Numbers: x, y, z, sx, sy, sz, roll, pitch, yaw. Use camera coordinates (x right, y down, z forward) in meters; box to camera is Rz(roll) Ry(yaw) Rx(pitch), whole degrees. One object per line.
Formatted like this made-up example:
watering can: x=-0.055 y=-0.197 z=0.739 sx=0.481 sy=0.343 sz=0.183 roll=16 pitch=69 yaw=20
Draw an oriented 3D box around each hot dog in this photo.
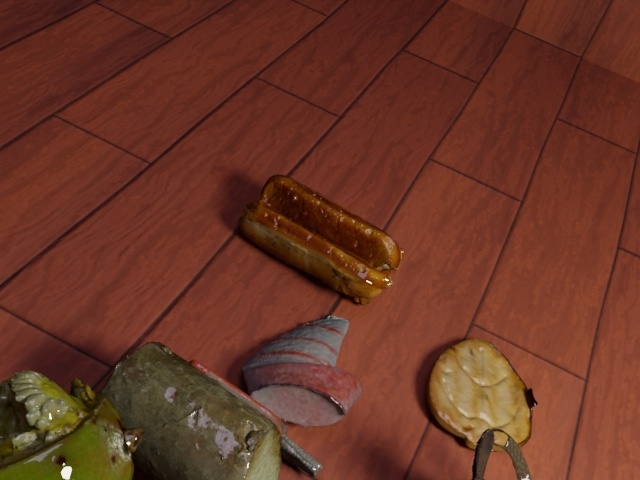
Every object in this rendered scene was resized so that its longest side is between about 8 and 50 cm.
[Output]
hot dog: x=0.000 y=0.000 z=1.624 sx=0.348 sy=0.117 sz=0.158 roll=29 pitch=67 yaw=22

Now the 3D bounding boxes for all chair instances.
chair: x=0.256 y=0.389 z=1.208 sx=0.149 sy=0.213 sz=0.174 roll=21 pitch=40 yaw=11

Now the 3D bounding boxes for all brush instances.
brush: x=-0.132 y=0.269 z=1.301 sx=0.323 sy=0.070 sz=0.051 roll=33 pitch=43 yaw=12

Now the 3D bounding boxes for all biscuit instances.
biscuit: x=0.289 y=0.274 z=1.488 sx=0.202 sy=0.041 sz=0.260 roll=16 pitch=39 yaw=1

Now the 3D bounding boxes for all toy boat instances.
toy boat: x=-0.020 y=0.201 z=1.424 sx=0.206 sy=0.096 sz=0.282 roll=8 pitch=29 yaw=9

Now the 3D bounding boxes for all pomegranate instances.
pomegranate: x=-0.391 y=0.309 z=1.032 sx=0.340 sy=0.260 sz=0.260 roll=-29 pitch=53 yaw=-5

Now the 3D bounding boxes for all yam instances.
yam: x=-0.186 y=0.282 z=1.194 sx=0.304 sy=0.168 sz=0.168 roll=31 pitch=41 yaw=17
